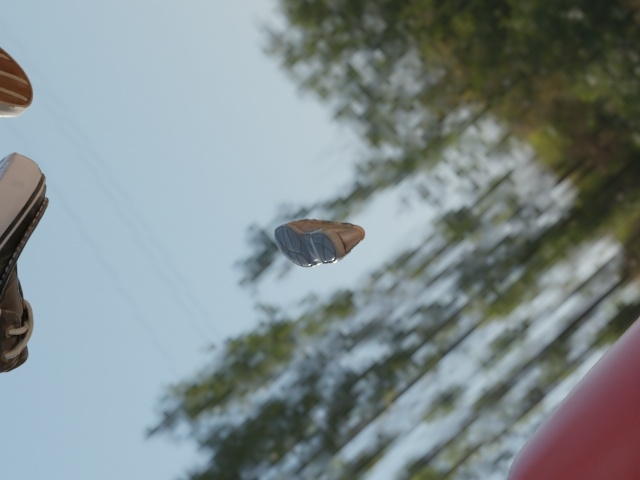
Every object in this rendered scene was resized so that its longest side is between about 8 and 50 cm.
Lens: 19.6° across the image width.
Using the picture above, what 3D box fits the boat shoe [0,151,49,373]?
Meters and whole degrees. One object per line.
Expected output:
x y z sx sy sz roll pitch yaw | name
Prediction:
-0.312 0.071 1.657 0.119 0.335 0.121 30 -155 -11 | boat shoe

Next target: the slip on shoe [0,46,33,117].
-0.232 -0.099 1.064 0.135 0.041 0.051 17 -132 -31 | slip on shoe

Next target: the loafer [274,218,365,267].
0.000 0.000 1.757 0.125 0.039 0.045 6 118 62 | loafer

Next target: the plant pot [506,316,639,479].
0.258 0.139 1.081 0.275 0.243 0.275 28 -141 -26 | plant pot
